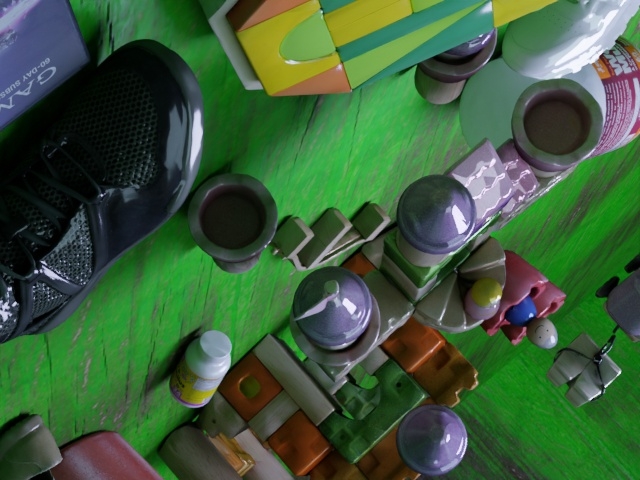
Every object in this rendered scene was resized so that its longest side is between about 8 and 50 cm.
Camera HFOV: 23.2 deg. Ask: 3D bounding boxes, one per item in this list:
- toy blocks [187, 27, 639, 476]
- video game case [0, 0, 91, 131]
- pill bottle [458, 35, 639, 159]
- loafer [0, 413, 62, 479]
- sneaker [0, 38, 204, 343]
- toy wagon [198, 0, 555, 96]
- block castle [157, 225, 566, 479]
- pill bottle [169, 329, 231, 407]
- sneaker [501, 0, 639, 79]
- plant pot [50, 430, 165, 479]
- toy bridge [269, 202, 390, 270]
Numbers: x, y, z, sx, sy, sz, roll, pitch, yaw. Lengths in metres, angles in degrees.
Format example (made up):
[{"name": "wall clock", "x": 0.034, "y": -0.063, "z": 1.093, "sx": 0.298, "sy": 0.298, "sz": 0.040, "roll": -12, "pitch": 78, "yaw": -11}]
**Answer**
[{"name": "toy blocks", "x": 0.101, "y": -0.001, "z": 1.114, "sx": 0.288, "sy": 0.309, "sz": 0.260, "roll": -40, "pitch": 172, "yaw": -9}, {"name": "video game case", "x": -0.200, "y": -0.082, "z": 0.661, "sx": 0.196, "sy": 0.026, "sz": 0.274, "roll": -39, "pitch": 167, "yaw": -11}, {"name": "pill bottle", "x": 0.221, "y": -0.129, "z": 1.447, "sx": 0.121, "sy": 0.121, "sz": 0.221, "roll": -50, "pitch": 164, "yaw": 28}, {"name": "loafer", "x": -0.255, "y": 0.202, "z": 1.289, "sx": 0.056, "sy": 0.050, "sz": 0.148, "roll": -29, "pitch": 161, "yaw": -41}, {"name": "sneaker", "x": -0.154, "y": -0.012, "z": 0.859, "sx": 0.227, "sy": 0.087, "sz": 0.130, "roll": -45, "pitch": 173, "yaw": 32}, {"name": "toy wagon", "x": 0.096, "y": -0.191, "z": 0.881, "sx": 0.344, "sy": 0.068, "sz": 0.267, "roll": -23, "pitch": 164, "yaw": 2}, {"name": "block castle", "x": 0.067, "y": 0.172, "z": 1.735, "sx": 0.453, "sy": 0.213, "sz": 0.303, "roll": -43, "pitch": 166, "yaw": 5}, {"name": "pill bottle", "x": -0.110, "y": 0.118, "z": 1.446, "sx": 0.043, "sy": 0.043, "sz": 0.083, "roll": -30, "pitch": 161, "yaw": -39}, {"name": "sneaker", "x": 0.237, "y": -0.232, "z": 1.300, "sx": 0.235, "sy": 0.090, "sz": 0.095, "roll": -44, "pitch": 154, "yaw": -8}, {"name": "plant pot", "x": -0.185, "y": 0.337, "z": 1.438, "sx": 0.272, "sy": 0.265, "sz": 0.272, "roll": -39, "pitch": 165, "yaw": -12}, {"name": "toy bridge", "x": 0.000, "y": 0.000, "z": 1.429, "sx": 0.063, "sy": 0.026, "sz": 0.188, "roll": -47, "pitch": 165, "yaw": 23}]
